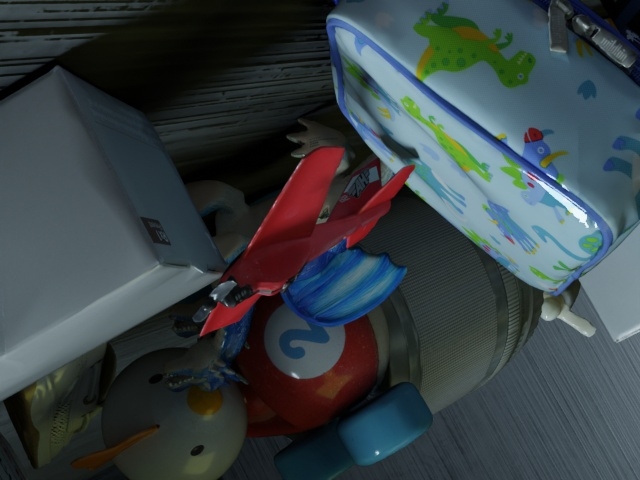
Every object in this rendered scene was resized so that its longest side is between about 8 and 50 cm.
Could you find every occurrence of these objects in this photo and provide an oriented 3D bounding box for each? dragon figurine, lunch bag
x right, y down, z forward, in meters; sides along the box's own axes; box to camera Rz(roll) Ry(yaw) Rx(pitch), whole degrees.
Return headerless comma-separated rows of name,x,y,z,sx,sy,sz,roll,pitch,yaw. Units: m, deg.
dragon figurine,0.000,0.000,0.817,0.289,0.085,0.144,-29,145,6
lunch bag,0.085,-0.063,0.607,0.090,0.176,0.219,-50,171,-5

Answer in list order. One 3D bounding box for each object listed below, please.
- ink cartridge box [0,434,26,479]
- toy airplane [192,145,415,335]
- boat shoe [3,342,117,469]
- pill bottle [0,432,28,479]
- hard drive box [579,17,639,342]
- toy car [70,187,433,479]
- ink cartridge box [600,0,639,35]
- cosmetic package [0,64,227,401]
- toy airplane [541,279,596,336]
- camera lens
ink cartridge box,-0.240,0.199,0.760,0.114,0.197,0.273,-27,-166,-10
toy airplane,-0.006,0.000,0.599,0.151,0.028,0.151,-44,169,-10
boat shoe,-0.209,0.117,0.996,0.096,0.098,0.277,-25,170,-20
pill bottle,-0.402,0.270,1.066,0.278,0.162,0.162,-31,172,11
hard drive box,0.252,-0.059,0.985,0.181,0.232,0.089,-21,170,-47
toy car,-0.080,0.119,0.945,0.238,0.219,0.210,-29,174,-37
ink cartridge box,0.174,-0.130,0.500,0.065,0.165,0.333,-28,171,-5
cosmetic package,-0.173,0.029,0.553,0.238,0.107,0.127,-32,173,3
toy airplane,0.407,-0.042,1.490,0.384,0.272,0.386,-27,172,-17
camera lens,0.062,0.069,1.186,0.274,0.219,0.219,-20,169,-46
